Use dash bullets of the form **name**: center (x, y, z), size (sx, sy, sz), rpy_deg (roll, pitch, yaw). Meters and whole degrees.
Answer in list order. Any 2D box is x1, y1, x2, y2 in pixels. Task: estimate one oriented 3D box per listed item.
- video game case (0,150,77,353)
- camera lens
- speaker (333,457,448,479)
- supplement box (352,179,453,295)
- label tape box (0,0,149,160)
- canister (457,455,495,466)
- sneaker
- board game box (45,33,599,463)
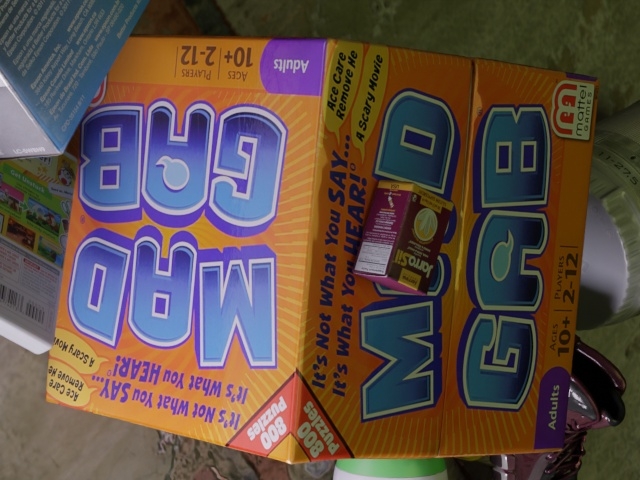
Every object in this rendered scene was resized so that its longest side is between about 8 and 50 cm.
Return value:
- **video game case**: center (-0.311, -0.035, 1.708), size (0.227, 0.026, 0.206), rpy_deg (33, 47, -37)
- **camera lens**: center (0.361, -0.036, 2.278), size (0.274, 0.219, 0.219), rpy_deg (-27, 113, -38)
- **speaker**: center (0.073, 0.366, 2.119), size (0.131, 0.131, 0.296), rpy_deg (-5, 98, -43)
- **supplement box**: center (0.069, -0.003, 1.632), size (0.055, 0.043, 0.083), rpy_deg (24, 79, -42)
- **label tape box**: center (-0.288, -0.268, 1.657), size (0.333, 0.106, 0.240), rpy_deg (58, 43, -38)
- **canister**: center (0.219, 0.208, 2.275), size (0.170, 0.073, 0.126), rpy_deg (25, 78, -44)
- **sneaker**: center (0.271, 0.216, 2.158), size (0.106, 0.162, 0.281), rpy_deg (-37, 120, -37)
- **board game box**: center (0.000, 0.000, 1.843), size (0.356, 0.356, 0.356), rpy_deg (3, 93, -43)
